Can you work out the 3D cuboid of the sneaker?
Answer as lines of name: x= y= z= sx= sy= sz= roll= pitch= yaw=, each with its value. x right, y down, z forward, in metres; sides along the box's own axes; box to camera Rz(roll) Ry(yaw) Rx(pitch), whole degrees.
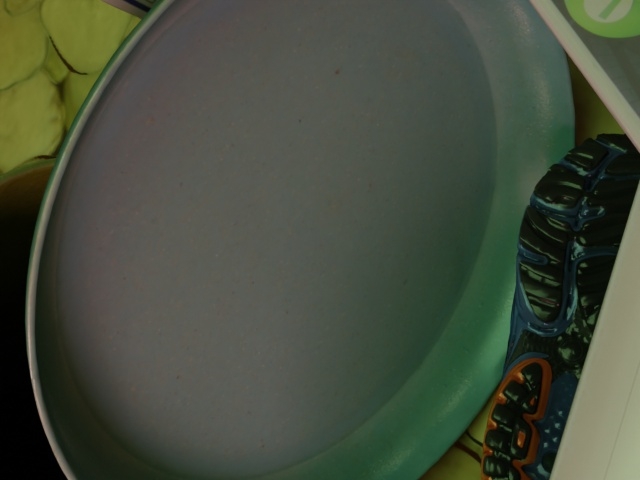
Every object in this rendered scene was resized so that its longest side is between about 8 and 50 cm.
sneaker: x=0.128 y=0.046 z=0.611 sx=0.083 sy=0.087 sz=0.221 roll=19 pitch=74 yaw=10

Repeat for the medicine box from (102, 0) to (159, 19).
medicine box: x=0.038 y=-0.210 z=0.581 sx=0.263 sy=0.289 sz=0.149 roll=-34 pitch=67 yaw=21

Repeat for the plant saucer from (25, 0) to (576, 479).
plant saucer: x=0.000 y=0.000 z=0.563 sx=0.043 sy=0.317 sz=0.318 roll=27 pitch=96 yaw=44

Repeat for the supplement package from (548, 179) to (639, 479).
supplement package: x=0.205 y=0.066 z=0.489 sx=0.145 sy=0.204 sz=0.262 roll=16 pitch=91 yaw=32

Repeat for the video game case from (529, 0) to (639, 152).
video game case: x=0.172 y=-0.092 z=0.405 sx=0.173 sy=0.022 sz=0.190 roll=-36 pitch=61 yaw=13

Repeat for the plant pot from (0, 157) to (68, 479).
plant pot: x=-0.172 y=0.141 z=0.688 sx=0.293 sy=0.274 sz=0.275 roll=-33 pitch=66 yaw=40
